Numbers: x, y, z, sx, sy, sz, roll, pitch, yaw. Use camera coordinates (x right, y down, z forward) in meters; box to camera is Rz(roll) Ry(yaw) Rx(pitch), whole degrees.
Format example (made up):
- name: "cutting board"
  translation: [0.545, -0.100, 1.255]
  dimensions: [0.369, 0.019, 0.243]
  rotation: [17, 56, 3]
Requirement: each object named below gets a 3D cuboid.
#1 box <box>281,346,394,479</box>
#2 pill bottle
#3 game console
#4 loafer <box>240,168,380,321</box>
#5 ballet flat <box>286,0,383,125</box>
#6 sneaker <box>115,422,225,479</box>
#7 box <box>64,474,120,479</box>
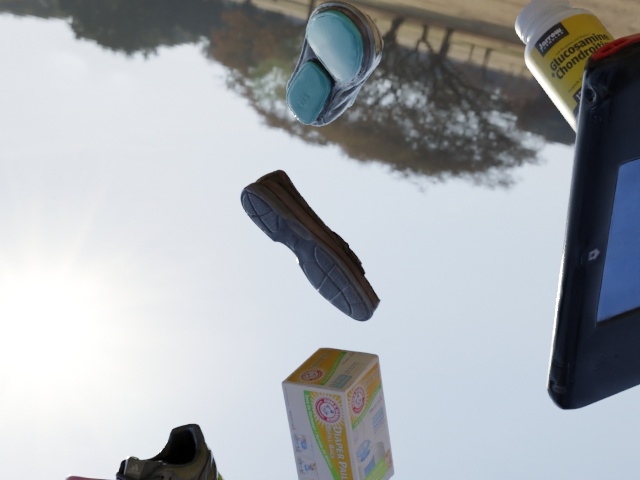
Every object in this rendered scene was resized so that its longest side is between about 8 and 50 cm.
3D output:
- name: "box"
  translation: [0.028, 0.271, 1.356]
  dimensions: [0.103, 0.203, 0.114]
  rotation: [3, -158, 30]
- name: "pill bottle"
  translation: [0.320, -0.222, 1.171]
  dimensions: [0.103, 0.103, 0.184]
  rotation: [4, -132, -42]
- name: "game console"
  translation: [0.372, -0.035, 0.893]
  dimensions: [0.342, 0.386, 0.060]
  rotation: [-19, -144, -24]
- name: "loafer"
  translation: [0.000, 0.000, 1.572]
  dimensions: [0.302, 0.109, 0.095]
  rotation: [45, -124, 3]
- name: "ballet flat"
  translation: [0.020, -0.167, 0.837]
  dimensions: [0.072, 0.068, 0.213]
  rotation: [52, 161, 2]
- name: "sneaker"
  translation: [-0.212, 0.314, 1.058]
  dimensions: [0.111, 0.121, 0.300]
  rotation: [-3, -162, 25]
- name: "box"
  translation: [-0.024, 0.238, 0.326]
  dimensions: [0.117, 0.213, 0.243]
  rotation: [-8, 136, 42]
